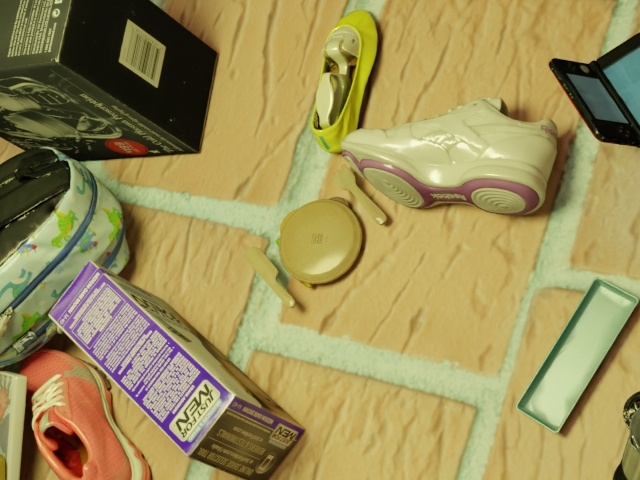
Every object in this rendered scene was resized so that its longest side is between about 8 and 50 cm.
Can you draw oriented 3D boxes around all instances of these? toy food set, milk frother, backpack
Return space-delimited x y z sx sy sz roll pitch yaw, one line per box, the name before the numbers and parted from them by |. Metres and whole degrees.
toy food set | 0.000 0.000 1.931 0.192 0.038 0.132 -41 62 4
milk frother | 0.376 0.213 1.547 0.129 0.134 0.143 -25 57 -15
backpack | -0.459 0.025 2.056 0.355 0.273 0.290 -55 33 6

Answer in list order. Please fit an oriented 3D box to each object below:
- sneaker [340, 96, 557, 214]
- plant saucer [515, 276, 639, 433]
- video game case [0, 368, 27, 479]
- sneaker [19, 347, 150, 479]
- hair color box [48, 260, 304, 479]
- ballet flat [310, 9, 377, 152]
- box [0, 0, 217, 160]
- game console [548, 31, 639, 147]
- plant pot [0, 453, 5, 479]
sneaker | 0.174 -0.118 1.840 0.305 0.114 0.152 11 63 30
plant saucer | 0.314 0.140 1.688 0.067 0.018 0.192 31 89 36
video game case | -0.495 0.289 2.056 0.183 0.023 0.201 5 90 49
sneaker | -0.359 0.252 1.980 0.116 0.136 0.314 -47 54 6
hair color box | -0.198 0.177 1.882 0.339 0.185 0.110 40 92 36
ballet flat | 0.029 -0.238 1.978 0.077 0.077 0.231 0 70 32
box | -0.384 -0.260 2.077 0.312 0.343 0.179 -1 71 32
game console | 0.379 -0.197 1.747 0.085 0.124 0.144 -53 48 36
plant pot | -0.561 0.379 1.966 0.212 0.187 0.212 -9 81 49
